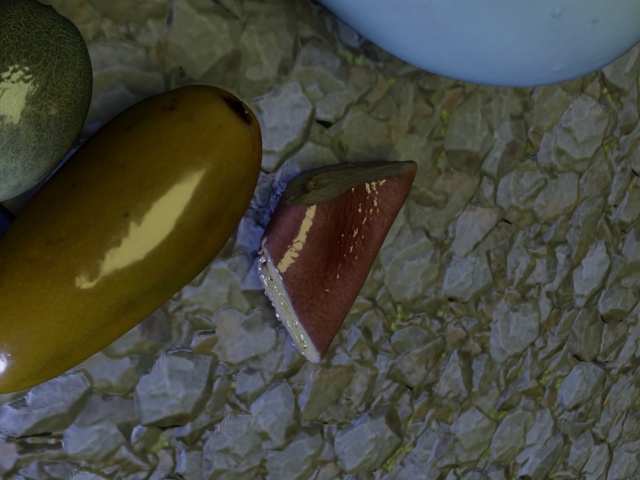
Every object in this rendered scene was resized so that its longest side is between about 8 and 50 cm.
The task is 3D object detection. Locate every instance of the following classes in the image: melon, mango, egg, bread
[{"bbox_3d":[-0.193,-0.084,0.512,0.098,0.098,0.131,26,98,-37],"label":"melon"},{"bbox_3d":[-0.138,0.001,0.557,0.253,0.138,0.113,-46,104,-6],"label":"mango"},{"bbox_3d":[0.088,-0.233,0.554,0.370,0.230,0.230,18,97,-32],"label":"egg"},{"bbox_3d":[0.000,0.000,0.686,0.119,0.067,0.192,26,94,-44],"label":"bread"}]

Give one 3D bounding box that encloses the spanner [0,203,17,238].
[{"bbox_3d":[-0.244,-0.035,0.550,0.046,0.012,0.208,-47,127,-9],"label":"spanner"}]
